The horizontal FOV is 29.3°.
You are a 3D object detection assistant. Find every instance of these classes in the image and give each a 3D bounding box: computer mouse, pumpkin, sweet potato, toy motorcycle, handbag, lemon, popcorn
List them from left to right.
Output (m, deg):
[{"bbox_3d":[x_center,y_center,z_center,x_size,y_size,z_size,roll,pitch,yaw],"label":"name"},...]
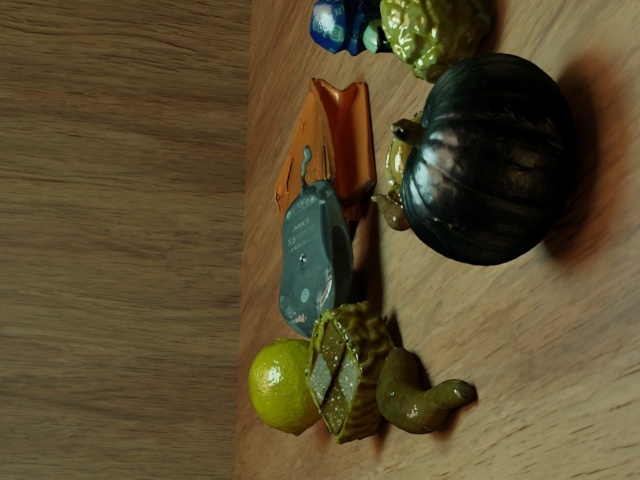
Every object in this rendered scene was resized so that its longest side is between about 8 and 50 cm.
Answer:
[{"bbox_3d":[-0.058,0.296,2.478,0.178,0.178,0.203,154,108,-76],"label":"lemon"},{"bbox_3d":[0.000,0.000,2.234,0.167,0.090,0.379,-27,58,47],"label":"computer mouse"},{"bbox_3d":[0.000,-0.109,2.502,0.410,0.116,0.303,111,159,-53],"label":"handbag"},{"bbox_3d":[0.068,-0.398,2.101,0.331,0.196,0.125,-106,23,-56],"label":"toy motorcycle"},{"bbox_3d":[0.124,-0.049,2.062,0.214,0.050,0.050,-128,45,-78],"label":"sweet potato"},{"bbox_3d":[0.138,0.229,1.808,0.346,0.079,0.108,-164,91,-75],"label":"sweet potato"},{"bbox_3d":[0.162,-0.306,1.749,0.142,0.173,0.173,-55,24,23],"label":"popcorn"},{"bbox_3d":[0.182,-0.098,1.419,0.250,0.216,0.250,-159,90,-83],"label":"pumpkin"}]

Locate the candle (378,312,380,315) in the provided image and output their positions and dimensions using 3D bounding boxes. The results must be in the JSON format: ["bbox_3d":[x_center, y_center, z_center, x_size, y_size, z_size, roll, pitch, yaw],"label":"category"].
[{"bbox_3d":[0.078,0.191,2.172,0.053,0.048,0.162,43,132,37],"label":"candle"}]

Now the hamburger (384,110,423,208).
[{"bbox_3d":[0.159,-0.107,1.692,0.083,0.138,0.147,150,130,-77],"label":"hamburger"}]

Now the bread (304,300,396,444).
[{"bbox_3d":[0.053,0.224,2.086,0.181,0.096,0.222,58,146,39],"label":"bread"}]

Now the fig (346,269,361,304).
[{"bbox_3d":[0.013,0.114,2.330,0.154,0.144,0.165,-35,48,25],"label":"fig"}]
